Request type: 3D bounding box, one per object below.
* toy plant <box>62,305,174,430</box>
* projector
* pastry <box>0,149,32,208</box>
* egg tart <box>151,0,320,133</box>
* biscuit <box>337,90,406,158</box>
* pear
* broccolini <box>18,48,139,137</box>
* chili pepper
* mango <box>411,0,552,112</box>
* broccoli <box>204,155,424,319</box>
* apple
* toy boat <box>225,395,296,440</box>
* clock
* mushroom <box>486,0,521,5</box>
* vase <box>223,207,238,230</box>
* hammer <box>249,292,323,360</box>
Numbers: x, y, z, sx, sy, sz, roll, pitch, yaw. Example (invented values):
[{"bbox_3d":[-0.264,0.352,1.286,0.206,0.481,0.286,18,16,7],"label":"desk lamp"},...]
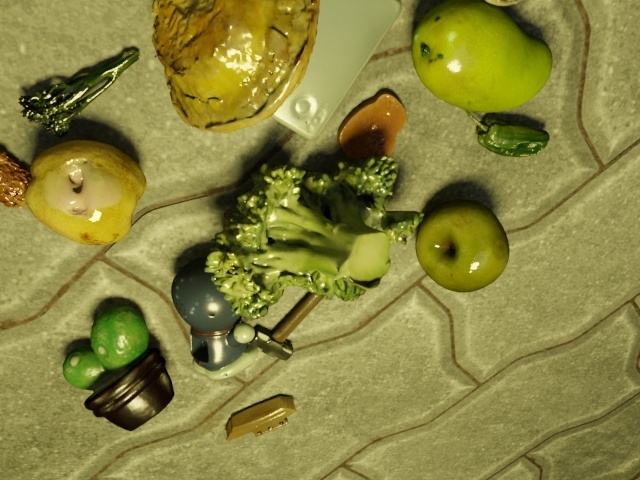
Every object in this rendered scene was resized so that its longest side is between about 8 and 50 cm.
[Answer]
[{"bbox_3d":[-0.416,0.267,0.966,0.218,0.175,0.235,-35,98,15],"label":"toy plant"},{"bbox_3d":[-0.025,-0.321,0.740,0.192,0.099,0.256,25,112,-28],"label":"projector"},{"bbox_3d":[-0.544,-0.114,0.748,0.087,0.063,0.169,-42,123,15],"label":"pastry"},{"bbox_3d":[-0.135,-0.288,0.622,0.116,0.295,0.294,8,123,-53],"label":"egg tart"},{"bbox_3d":[0.102,-0.207,0.887,0.140,0.023,0.118,-33,124,5],"label":"biscuit"},{"bbox_3d":[-0.379,-0.080,0.753,0.178,0.178,0.177,-7,122,-11],"label":"pear"},{"bbox_3d":[-0.373,-0.242,0.738,0.201,0.058,0.074,-38,139,-9],"label":"broccolini"},{"bbox_3d":[0.366,-0.208,0.933,0.204,0.073,0.072,8,132,-18],"label":"chili pepper"},{"bbox_3d":[0.285,-0.313,0.805,0.293,0.143,0.175,3,103,-29],"label":"mango"},{"bbox_3d":[0.001,-0.011,0.839,0.339,0.318,0.276,-12,103,-57],"label":"broccoli"},{"bbox_3d":[0.300,0.011,0.980,0.157,0.196,0.196,-6,125,-38],"label":"apple"},{"bbox_3d":[-0.157,0.470,1.217,0.201,0.057,0.077,-22,130,-1],"label":"toy boat"},{"bbox_3d":[-0.207,0.150,0.932,0.147,0.200,0.243,-25,118,-39],"label":"clock"},{"bbox_3d":[0.350,-0.466,0.734,0.278,0.096,0.099,-42,82,-15],"label":"mushroom"},{"bbox_3d":[-0.165,-0.010,0.921,0.053,0.053,0.100,-3,126,-13],"label":"vase"},{"bbox_3d":[-0.014,0.127,1.057,0.111,0.043,0.365,34,105,-28],"label":"hammer"}]
